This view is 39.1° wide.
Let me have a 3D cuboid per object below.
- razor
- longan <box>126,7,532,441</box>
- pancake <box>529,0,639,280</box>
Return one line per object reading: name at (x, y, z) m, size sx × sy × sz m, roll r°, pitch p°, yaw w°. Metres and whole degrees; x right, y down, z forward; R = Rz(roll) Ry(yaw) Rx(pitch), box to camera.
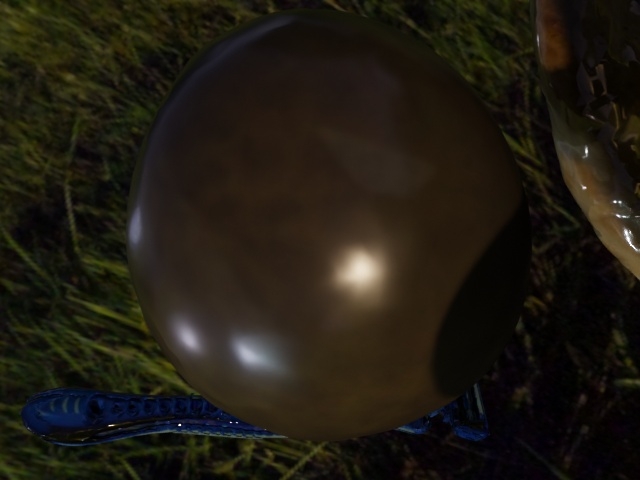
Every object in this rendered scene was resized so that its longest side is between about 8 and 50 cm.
razor at (-0.047, 0.123, 0.649) m, size 0.093 × 0.324 × 0.056 m, roll -98°, pitch 5°, yaw -45°
longan at (0.000, 0.000, 0.428) m, size 0.212 × 0.198 × 0.198 m, roll -50°, pitch 35°, yaw 45°
pancake at (0.297, -0.095, 0.428) m, size 0.382 × 0.382 × 0.071 m, roll -46°, pitch -2°, yaw 24°
